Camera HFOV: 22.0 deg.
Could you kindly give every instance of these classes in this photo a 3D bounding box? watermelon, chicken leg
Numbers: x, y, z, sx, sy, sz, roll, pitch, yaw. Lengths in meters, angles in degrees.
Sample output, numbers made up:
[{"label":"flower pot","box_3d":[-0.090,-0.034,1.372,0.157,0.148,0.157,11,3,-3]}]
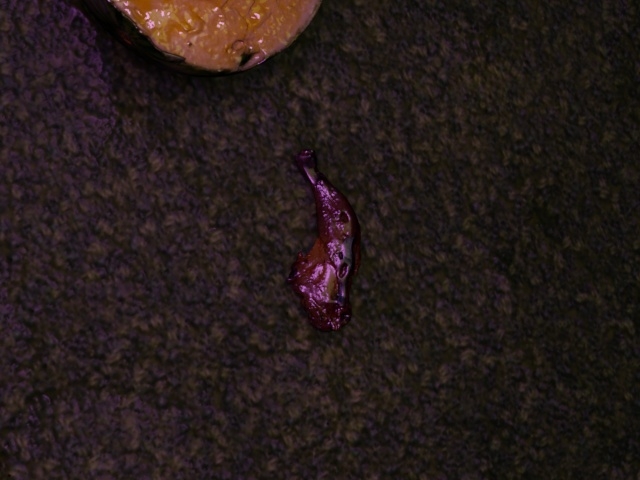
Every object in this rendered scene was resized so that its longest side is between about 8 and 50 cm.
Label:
[{"label":"watermelon","box_3d":[-0.095,-0.230,1.220,0.204,0.127,0.232,25,74,-25]},{"label":"chicken leg","box_3d":[0.005,0.000,1.309,0.062,0.037,0.145,5,83,-15]}]
